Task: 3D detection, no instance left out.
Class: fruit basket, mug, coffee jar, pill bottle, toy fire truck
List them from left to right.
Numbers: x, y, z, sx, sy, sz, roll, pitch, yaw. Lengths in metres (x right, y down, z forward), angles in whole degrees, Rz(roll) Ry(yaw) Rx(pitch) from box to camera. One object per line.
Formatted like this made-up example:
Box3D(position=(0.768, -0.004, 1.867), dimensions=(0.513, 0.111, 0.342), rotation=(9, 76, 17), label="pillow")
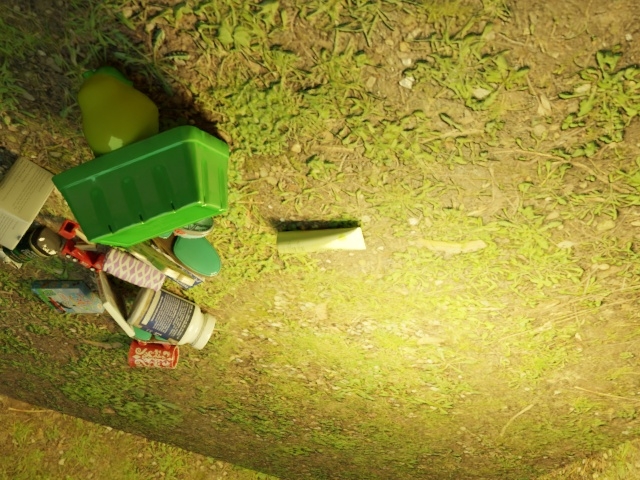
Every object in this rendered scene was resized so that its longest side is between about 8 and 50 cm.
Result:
Box3D(position=(-0.911, 0.015, 2.041), dimensions=(0.184, 0.079, 0.096), rotation=(-12, 137, 29), label="coffee jar")
Box3D(position=(-0.744, 0.021, 2.025), dimensions=(0.192, 0.047, 0.135), rotation=(35, 137, -28), label="toy fire truck")
Box3D(position=(-0.423, -0.203, 1.494), dimensions=(0.391, 0.393, 0.283), rotation=(2, 176, 15), label="fruit basket")
Box3D(position=(-0.644, 0.435, 2.489), dimensions=(0.169, 0.113, 0.150), rotation=(7, 145, 3), label="mug")
Box3D(position=(-0.500, 0.261, 2.177), dimensions=(0.264, 0.153, 0.153), rotation=(27, 141, -18), label="pill bottle")

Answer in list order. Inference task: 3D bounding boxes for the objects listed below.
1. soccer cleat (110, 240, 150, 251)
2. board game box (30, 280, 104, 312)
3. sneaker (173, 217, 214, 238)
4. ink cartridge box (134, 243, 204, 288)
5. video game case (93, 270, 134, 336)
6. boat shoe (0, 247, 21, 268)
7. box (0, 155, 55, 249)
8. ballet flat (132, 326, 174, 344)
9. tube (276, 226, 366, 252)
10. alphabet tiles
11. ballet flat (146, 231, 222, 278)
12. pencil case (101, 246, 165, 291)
Box3D(position=(-0.572, 0.003, 1.945), dimensions=(0.178, 0.072, 0.060), rotation=(11, 175, 37), label="soccer cleat")
Box3D(position=(-0.908, 0.205, 2.323), dimensions=(0.211, 0.039, 0.160), rotation=(-3, 140, 19), label="board game box")
Box3D(position=(-0.384, -0.099, 1.713), dimensions=(0.261, 0.104, 0.125), rotation=(32, 137, -24), label="sneaker")
Box3D(position=(-0.463, 0.072, 2.008), dimensions=(0.097, 0.046, 0.207), rotation=(-24, 130, 40), label="ink cartridge box")
Box3D(position=(-0.690, 0.201, 2.153), dimensions=(0.023, 0.183, 0.201), rotation=(-27, 139, -6), label="video game case")
Box3D(position=(-1.061, 0.063, 2.186), dimensions=(0.035, 0.035, 0.100), rotation=(-17, 135, 34), label="boat shoe")
Box3D(position=(-0.839, -0.102, 1.780), dimensions=(0.119, 0.182, 0.181), rotation=(33, 139, -22), label="box")
Box3D(position=(-0.624, 0.357, 2.413), dimensions=(0.221, 0.077, 0.079), rotation=(11, 148, -4), label="ballet flat")
Box3D(position=(0.000, 0.000, 1.766), dimensions=(0.240, 0.062, 0.070), rotation=(-3, -179, 12), label="tube")
Box3D(position=(-0.464, 0.032, 1.744), dimensions=(0.284, 0.021, 0.278), rotation=(32, 176, 32), label="alphabet tiles")
Box3D(position=(-0.439, -0.005, 1.861), dimensions=(0.342, 0.116, 0.124), rotation=(36, 158, -27), label="ballet flat")
Box3D(position=(-0.591, 0.093, 2.043), dimensions=(0.206, 0.086, 0.088), rotation=(27, 167, -16), label="pencil case")
